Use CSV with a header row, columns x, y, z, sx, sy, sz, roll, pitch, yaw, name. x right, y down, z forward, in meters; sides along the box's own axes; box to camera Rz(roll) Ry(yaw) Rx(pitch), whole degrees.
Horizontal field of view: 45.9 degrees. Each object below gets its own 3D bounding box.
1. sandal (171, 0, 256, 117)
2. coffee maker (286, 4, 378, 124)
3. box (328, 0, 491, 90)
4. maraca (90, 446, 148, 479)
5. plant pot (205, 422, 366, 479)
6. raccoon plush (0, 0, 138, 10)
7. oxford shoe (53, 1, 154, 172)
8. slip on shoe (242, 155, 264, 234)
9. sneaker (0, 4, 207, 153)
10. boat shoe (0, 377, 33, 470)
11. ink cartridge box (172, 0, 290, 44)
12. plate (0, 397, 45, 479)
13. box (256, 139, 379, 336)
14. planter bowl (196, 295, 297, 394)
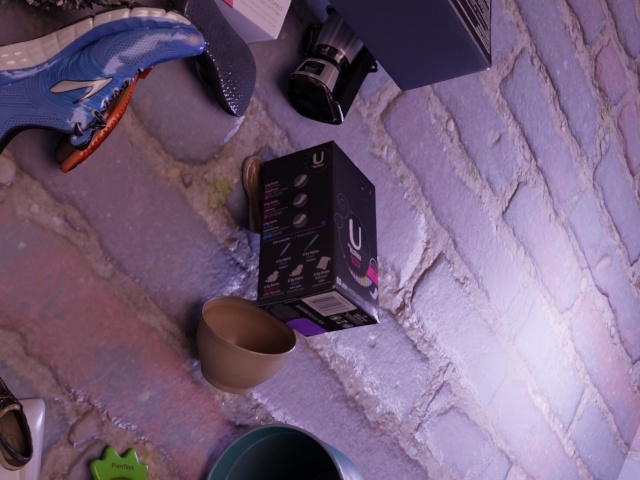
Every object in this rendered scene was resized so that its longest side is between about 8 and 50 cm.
x,y,z,sx,sy,sz,roll,pitch,yaw,name
-0.164,-0.292,1.167,0.097,0.054,0.254,-63,153,-22,sandal
0.034,-0.296,1.345,0.171,0.120,0.178,44,66,-39,coffee maker
0.152,-0.460,1.248,0.296,0.182,0.294,38,51,-48,box
-0.299,0.402,1.123,0.127,0.099,0.186,28,50,-50,maraca
-0.026,0.471,1.294,0.255,0.271,0.272,40,67,-56,plant pot
-0.445,-0.286,0.898,0.446,0.216,0.299,-44,143,3,raccoon plush
-0.310,-0.218,1.058,0.098,0.097,0.271,33,67,-19,oxford shoe
-0.101,-0.076,1.292,0.051,0.041,0.135,-9,101,-43,slip on shoe
-0.297,-0.194,0.962,0.330,0.130,0.147,-22,97,-8,sneaker
-0.412,0.223,0.986,0.056,0.049,0.152,-24,85,-54,boat shoe
-0.126,-0.480,1.169,0.207,0.117,0.283,28,76,-41,ink cartridge box
-0.486,0.359,0.970,0.278,0.045,0.277,1,94,-44,plate
0.000,0.000,1.249,0.165,0.143,0.270,41,41,-51,box
-0.132,0.179,1.230,0.162,0.162,0.109,1,120,-44,planter bowl
